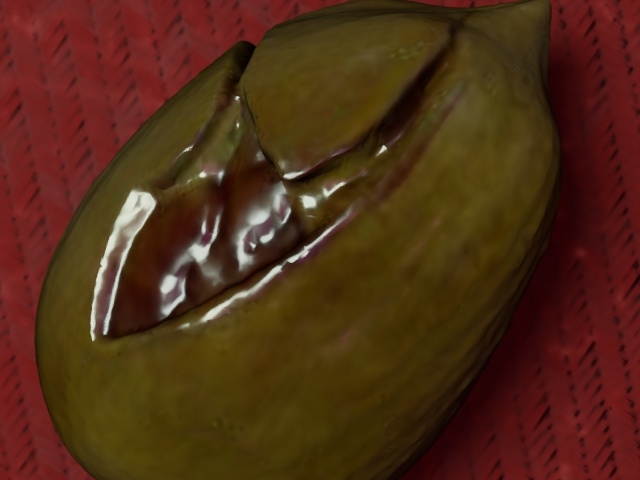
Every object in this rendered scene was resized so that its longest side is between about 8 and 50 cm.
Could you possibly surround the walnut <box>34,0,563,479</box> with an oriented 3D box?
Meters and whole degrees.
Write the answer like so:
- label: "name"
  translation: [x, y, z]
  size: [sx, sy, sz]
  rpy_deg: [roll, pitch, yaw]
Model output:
- label: "walnut"
  translation: [0.000, 0.000, 0.774]
  size: [0.203, 0.203, 0.298]
  rpy_deg: [43, 90, -4]
